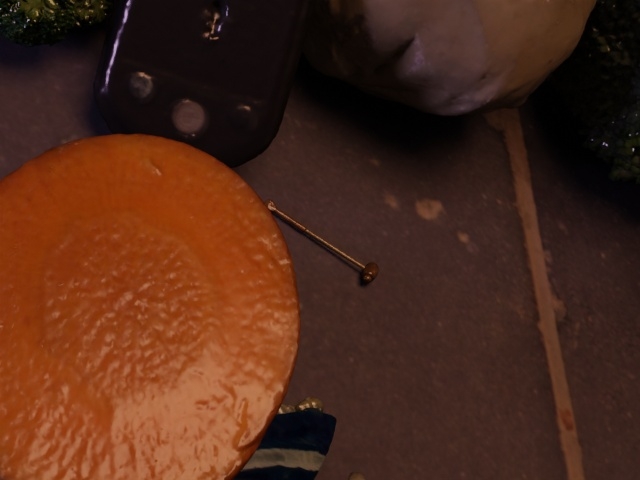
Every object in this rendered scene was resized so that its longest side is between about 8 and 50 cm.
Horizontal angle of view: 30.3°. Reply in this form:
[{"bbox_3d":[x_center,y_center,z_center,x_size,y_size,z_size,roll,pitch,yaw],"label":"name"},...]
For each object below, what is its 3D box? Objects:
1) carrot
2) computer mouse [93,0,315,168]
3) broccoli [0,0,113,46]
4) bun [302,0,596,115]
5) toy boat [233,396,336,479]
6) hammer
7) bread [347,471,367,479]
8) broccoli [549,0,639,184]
[{"bbox_3d":[-0.145,0.067,0.815,0.258,0.100,0.307,3,54,-7],"label":"carrot"},{"bbox_3d":[-0.096,-0.197,1.041,0.170,0.269,0.100,17,5,-17],"label":"computer mouse"},{"bbox_3d":[-0.244,-0.255,1.012,0.195,0.156,0.195,50,31,-47],"label":"broccoli"},{"bbox_3d":[0.096,-0.259,1.208,0.359,0.211,0.360,17,39,-15],"label":"bun"},{"bbox_3d":[-0.126,0.098,0.883,0.210,0.070,0.292,-23,63,-41],"label":"toy boat"},{"bbox_3d":[0.000,0.000,1.079,0.123,0.014,0.029,33,36,-6],"label":"hammer"},{"bbox_3d":[0.048,0.320,0.761,0.333,0.160,0.333,17,50,-21],"label":"bread"},{"bbox_3d":[0.391,-0.212,1.287,0.317,0.338,0.277,-7,52,-50],"label":"broccoli"}]
